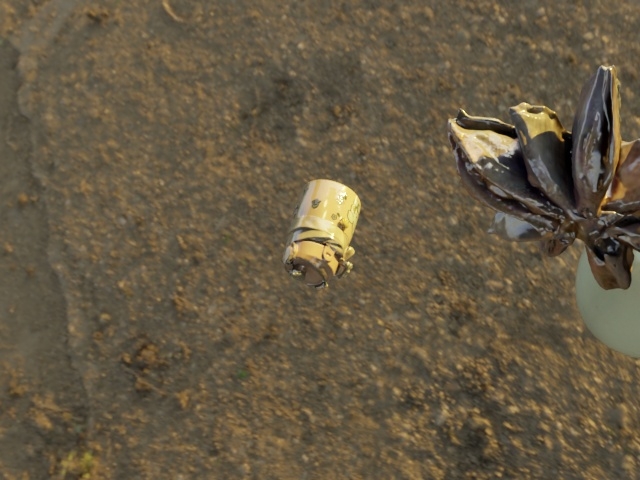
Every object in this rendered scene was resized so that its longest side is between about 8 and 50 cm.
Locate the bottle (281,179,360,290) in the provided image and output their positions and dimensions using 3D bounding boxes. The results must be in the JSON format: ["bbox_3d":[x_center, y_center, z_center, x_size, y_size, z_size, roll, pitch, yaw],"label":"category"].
[{"bbox_3d":[-0.001,0.000,1.236,0.099,0.099,0.152,-4,51,26],"label":"bottle"}]

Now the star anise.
[{"bbox_3d":[0.211,-0.046,0.705,0.236,0.229,0.093,13,52,11],"label":"star anise"}]

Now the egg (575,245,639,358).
[{"bbox_3d":[0.431,0.020,1.024,0.371,0.230,0.230,128,140,-55],"label":"egg"}]
